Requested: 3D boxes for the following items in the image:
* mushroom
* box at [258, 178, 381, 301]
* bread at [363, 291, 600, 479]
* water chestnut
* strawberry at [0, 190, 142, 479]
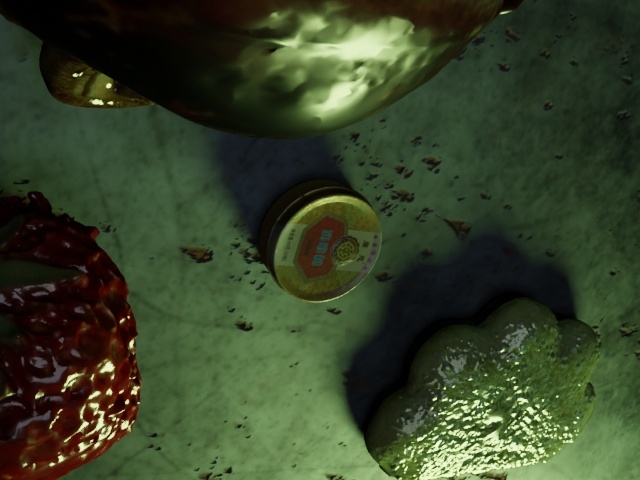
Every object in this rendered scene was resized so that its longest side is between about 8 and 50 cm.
[{"bbox_3d":[-0.128,-0.122,0.666,0.127,0.127,0.087,-4,74,-26],"label":"mushroom"},{"bbox_3d":[0.000,0.000,0.843,0.106,0.037,0.105,-13,122,-22],"label":"box"},{"bbox_3d":[0.184,0.151,1.016,0.287,0.056,0.207,-5,120,-27],"label":"bread"},{"bbox_3d":[-0.038,-0.229,0.505,0.351,0.350,0.302,-2,135,-27],"label":"water chestnut"},{"bbox_3d":[-0.214,0.093,0.714,0.205,0.205,0.244,-37,149,-5],"label":"strawberry"}]
